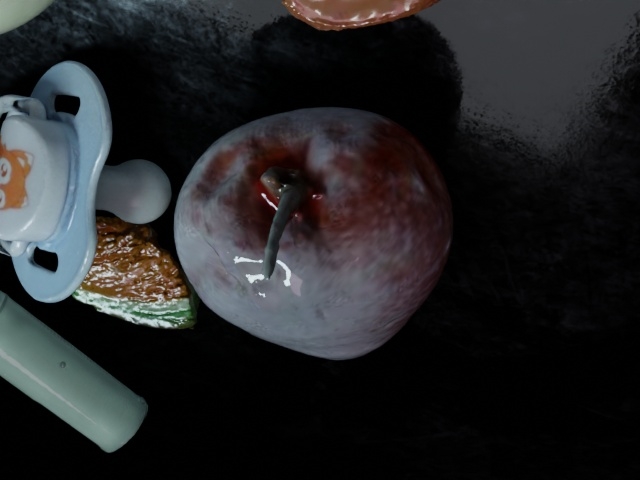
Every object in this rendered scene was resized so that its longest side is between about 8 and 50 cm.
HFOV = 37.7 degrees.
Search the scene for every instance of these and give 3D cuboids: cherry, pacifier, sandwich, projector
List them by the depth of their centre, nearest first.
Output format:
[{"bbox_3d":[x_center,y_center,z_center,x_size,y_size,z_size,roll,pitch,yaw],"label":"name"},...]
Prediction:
[{"bbox_3d":[-0.013,0.001,1.120,0.326,0.291,0.335,4,148,-14],"label":"cherry"},{"bbox_3d":[-0.302,-0.071,1.200,0.233,0.244,0.299,6,97,-40],"label":"pacifier"},{"bbox_3d":[-0.255,0.038,1.330,0.184,0.109,0.160,11,111,5],"label":"sandwich"},{"bbox_3d":[-0.433,0.206,1.499,0.108,0.108,0.337,-30,118,31],"label":"projector"}]

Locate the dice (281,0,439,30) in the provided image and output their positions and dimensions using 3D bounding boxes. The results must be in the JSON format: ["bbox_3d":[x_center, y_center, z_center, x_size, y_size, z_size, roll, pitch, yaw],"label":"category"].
[{"bbox_3d":[0.044,-0.320,0.909,0.174,0.179,0.175,-7,124,18],"label":"dice"}]

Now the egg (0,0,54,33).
[{"bbox_3d":[-0.356,-0.340,0.904,0.283,0.283,0.345,27,145,-11],"label":"egg"}]
